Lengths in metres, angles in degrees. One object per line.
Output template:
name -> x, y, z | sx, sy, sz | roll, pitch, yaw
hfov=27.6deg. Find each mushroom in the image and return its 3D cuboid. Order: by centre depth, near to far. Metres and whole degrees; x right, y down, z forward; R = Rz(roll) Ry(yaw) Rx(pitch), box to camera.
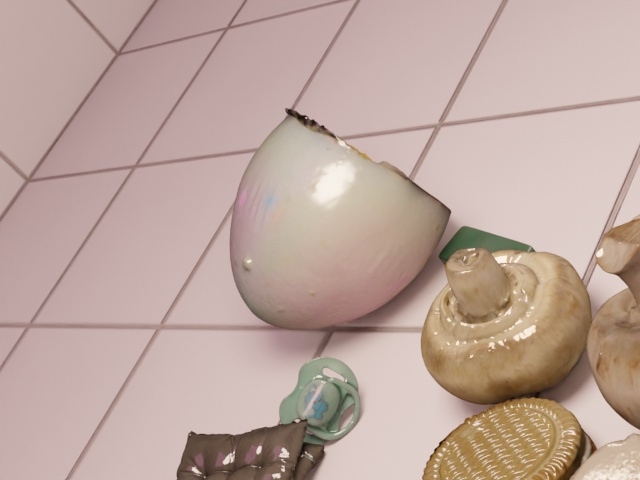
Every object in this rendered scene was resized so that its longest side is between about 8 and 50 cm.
mushroom -> 0.471, 0.095, 1.632 | 0.297, 0.290, 0.297 | -21, 20, 8
mushroom -> 0.261, 0.108, 1.914 | 0.254, 0.234, 0.260 | 16, 63, 50

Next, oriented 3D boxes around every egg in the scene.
egg -> 0.000, 0.000, 2.245 | 0.340, 0.354, 0.354 | -58, 32, 2

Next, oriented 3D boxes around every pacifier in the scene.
pacifier -> 0.005, 0.267, 2.153 | 0.116, 0.127, 0.150 | 39, -106, -85

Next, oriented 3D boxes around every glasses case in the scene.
glasses case -> 0.280, 0.030, 2.172 | 0.078, 0.039, 0.184 | -50, 32, -13

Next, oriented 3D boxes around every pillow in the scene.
pillow -> -0.133, 0.435, 2.038 | 0.228, 0.101, 0.326 | -10, 43, 23

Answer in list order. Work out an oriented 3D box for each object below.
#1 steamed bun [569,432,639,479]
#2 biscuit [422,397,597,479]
steamed bun -> 0.393, 0.336, 1.618 | 0.183, 0.106, 0.183 | -20, 43, 20
biscuit -> 0.255, 0.316, 1.778 | 0.259, 0.079, 0.259 | -27, 22, 12
